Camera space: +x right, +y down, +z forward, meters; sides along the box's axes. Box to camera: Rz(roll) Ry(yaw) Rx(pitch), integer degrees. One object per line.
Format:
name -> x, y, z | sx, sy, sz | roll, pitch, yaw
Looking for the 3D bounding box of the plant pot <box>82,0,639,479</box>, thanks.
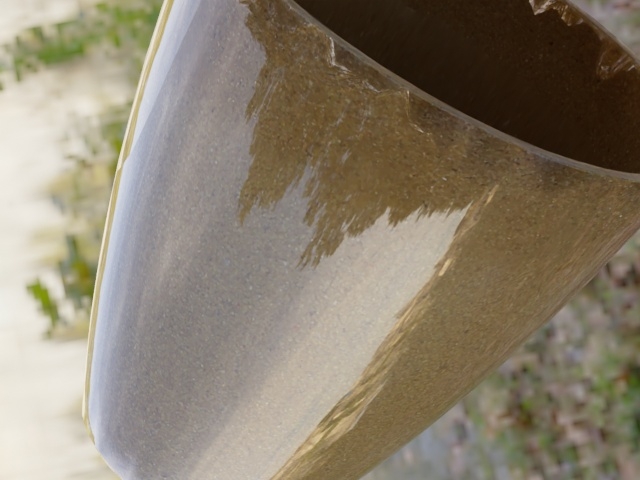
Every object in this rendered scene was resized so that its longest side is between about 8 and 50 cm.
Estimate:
plant pot -> 0.000, 0.000, 0.873 | 0.254, 0.237, 0.237 | -59, 34, 25
